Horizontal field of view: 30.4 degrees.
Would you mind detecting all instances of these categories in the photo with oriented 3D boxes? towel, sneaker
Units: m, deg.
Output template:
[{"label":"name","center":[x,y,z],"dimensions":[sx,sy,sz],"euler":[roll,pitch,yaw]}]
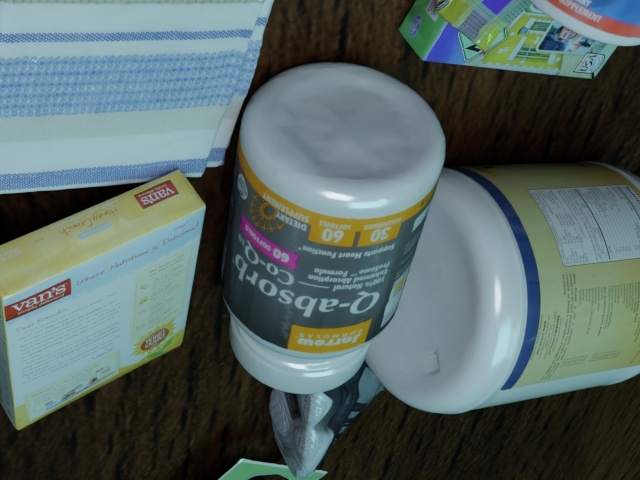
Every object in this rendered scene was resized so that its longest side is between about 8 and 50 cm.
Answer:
[{"label":"towel","center":[-0.130,-0.145,0.816],"dimensions":[0.209,0.034,0.285],"euler":[-9,140,-31]},{"label":"towel","center":[0.127,-0.182,0.911],"dimensions":[0.060,0.009,0.083],"euler":[-42,145,16]},{"label":"sneaker","center":[0.038,0.160,1.286],"dimensions":[0.153,0.101,0.268],"euler":[-12,140,-23]}]

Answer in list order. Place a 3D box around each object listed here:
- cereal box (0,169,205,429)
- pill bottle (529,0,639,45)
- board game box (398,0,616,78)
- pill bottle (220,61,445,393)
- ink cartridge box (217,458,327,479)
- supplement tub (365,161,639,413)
[{"label":"cereal box","center":[-0.186,0.054,0.968],"dimensions":[0.173,0.047,0.240],"euler":[-26,156,-26]},{"label":"pill bottle","center":[0.228,-0.253,0.795],"dimensions":[0.124,0.124,0.221],"euler":[-7,139,-32]},{"label":"board game box","center":[0.223,-0.268,0.925],"dimensions":[0.214,0.046,0.317],"euler":[-2,137,-38]},{"label":"pill bottle","center":[0.000,0.000,0.995],"dimensions":[0.162,0.162,0.278],"euler":[-15,143,-23]},{"label":"ink cartridge box","center":[-0.130,0.320,1.410],"dimensions":[0.235,0.056,0.171],"euler":[-45,145,17]},{"label":"supplement tub","center":[0.210,0.038,1.151],"dimensions":[0.316,0.228,0.228],"euler":[-4,138,-35]}]
